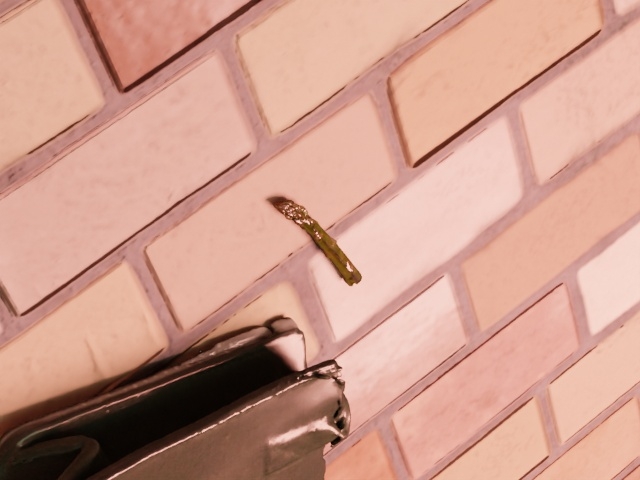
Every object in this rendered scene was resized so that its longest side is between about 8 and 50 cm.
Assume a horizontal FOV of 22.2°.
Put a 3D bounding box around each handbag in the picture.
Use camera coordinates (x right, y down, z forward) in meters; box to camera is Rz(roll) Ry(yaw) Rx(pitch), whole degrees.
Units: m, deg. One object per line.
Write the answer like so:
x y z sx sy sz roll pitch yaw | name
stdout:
-0.100 0.202 1.126 0.260 0.079 0.247 -21 132 -32 | handbag

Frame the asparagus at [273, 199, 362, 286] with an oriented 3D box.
0.000 0.000 1.116 0.015 0.014 0.114 -59 140 -16 | asparagus
